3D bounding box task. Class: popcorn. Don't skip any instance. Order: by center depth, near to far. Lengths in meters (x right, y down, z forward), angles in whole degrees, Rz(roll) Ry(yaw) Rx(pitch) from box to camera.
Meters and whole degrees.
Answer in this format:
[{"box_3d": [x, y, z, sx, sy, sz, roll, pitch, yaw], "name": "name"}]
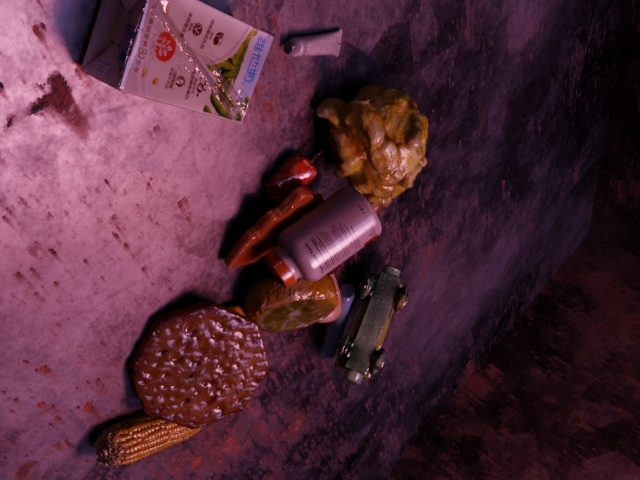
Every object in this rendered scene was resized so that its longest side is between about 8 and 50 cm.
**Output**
[{"box_3d": [0.154, -0.257, 1.729, 0.279, 0.274, 0.335, -34, 140, -36], "name": "popcorn"}]

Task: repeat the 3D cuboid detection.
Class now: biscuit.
[{"box_3d": [-0.302, 0.316, 1.692, 0.359, 0.046, 0.359, -8, 112, -20], "name": "biscuit"}, {"box_3d": [-0.119, -0.029, 1.719, 0.306, 0.043, 0.284, -34, 163, -17], "name": "biscuit"}]

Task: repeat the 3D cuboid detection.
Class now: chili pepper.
[{"box_3d": [-0.054, -0.175, 1.700, 0.192, 0.084, 0.086, -44, -172, -14], "name": "chili pepper"}]

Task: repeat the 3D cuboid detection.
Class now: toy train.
[{"box_3d": [0.159, 0.276, 2.179, 0.253, 0.160, 0.397, 101, 10, -76], "name": "toy train"}]

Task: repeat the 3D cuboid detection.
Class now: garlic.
[{"box_3d": [0.002, 0.170, 2.039, 0.245, 0.145, 0.164, 79, 21, -50], "name": "garlic"}]

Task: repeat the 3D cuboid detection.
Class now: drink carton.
[{"box_3d": [-0.258, -0.351, 1.242, 0.324, 0.132, 0.194, 4, 113, -56], "name": "drink carton"}]

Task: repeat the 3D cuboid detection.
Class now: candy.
[{"box_3d": [-0.081, 0.165, 1.831, 0.259, 0.118, 0.260, -11, 152, -6], "name": "candy"}]

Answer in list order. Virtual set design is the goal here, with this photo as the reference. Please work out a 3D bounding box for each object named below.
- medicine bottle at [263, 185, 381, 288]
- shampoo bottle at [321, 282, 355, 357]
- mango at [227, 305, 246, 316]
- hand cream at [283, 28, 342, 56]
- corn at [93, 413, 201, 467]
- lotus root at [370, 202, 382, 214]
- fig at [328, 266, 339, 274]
[{"box_3d": [0.000, 0.000, 1.691, 0.288, 0.157, 0.157, -36, 143, -10], "name": "medicine bottle"}, {"box_3d": [0.055, 0.272, 2.213, 0.104, 0.061, 0.258, -73, 178, -64], "name": "shampoo bottle"}, {"box_3d": [-0.253, 0.278, 1.787, 0.141, 0.102, 0.217, 18, 93, -25], "name": "mango"}, {"box_3d": [-0.013, -0.456, 1.563, 0.194, 0.042, 0.067, -24, 127, -48], "name": "hand cream"}, {"box_3d": [-0.441, 0.498, 1.735, 0.317, 0.115, 0.115, -5, 121, -54], "name": "corn"}, {"box_3d": [0.148, -0.099, 2.043, 0.152, 0.063, 0.072, -53, -175, -13], "name": "lotus root"}, {"box_3d": [0.025, 0.031, 1.943, 0.201, 0.133, 0.146, -7, 132, -60], "name": "fig"}]
